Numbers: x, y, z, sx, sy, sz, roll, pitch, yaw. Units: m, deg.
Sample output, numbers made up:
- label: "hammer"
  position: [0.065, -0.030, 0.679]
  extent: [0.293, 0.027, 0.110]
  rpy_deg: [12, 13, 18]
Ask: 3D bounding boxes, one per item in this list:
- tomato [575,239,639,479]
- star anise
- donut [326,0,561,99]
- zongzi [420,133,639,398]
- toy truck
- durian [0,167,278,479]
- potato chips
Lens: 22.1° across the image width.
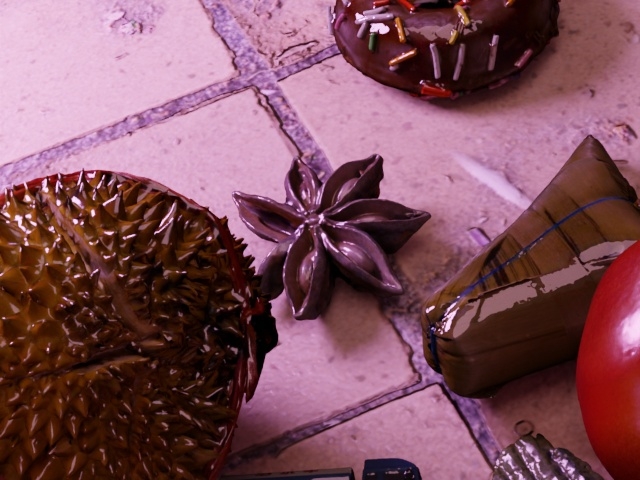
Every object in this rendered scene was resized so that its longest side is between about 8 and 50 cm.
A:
- label: "tomato"
  position: [0.342, 0.117, 1.370]
  extent: [0.299, 0.226, 0.298]
  rpy_deg: [9, 71, -27]
- label: "star anise"
  position: [0.015, -0.007, 1.657]
  extent: [0.197, 0.073, 0.212]
  rpy_deg: [-13, 49, 4]
- label: "donut"
  position: [0.139, -0.268, 1.853]
  extent: [0.270, 0.103, 0.269]
  rpy_deg: [-6, 45, 7]
- label: "zongzi"
  position: [0.194, 0.008, 1.586]
  extent: [0.260, 0.123, 0.289]
  rpy_deg: [-20, 37, -3]
- label: "toy truck"
  position: [-0.007, 0.241, 1.439]
  extent: [0.202, 0.074, 0.088]
  rpy_deg: [-5, 38, 7]
- label: "durian"
  position: [-0.198, 0.101, 1.400]
  extent: [0.348, 0.384, 0.347]
  rpy_deg: [-4, 68, 9]
- label: "potato chips"
  position: [0.221, 0.242, 1.418]
  extent: [0.092, 0.028, 0.207]
  rpy_deg: [-30, 48, -15]
